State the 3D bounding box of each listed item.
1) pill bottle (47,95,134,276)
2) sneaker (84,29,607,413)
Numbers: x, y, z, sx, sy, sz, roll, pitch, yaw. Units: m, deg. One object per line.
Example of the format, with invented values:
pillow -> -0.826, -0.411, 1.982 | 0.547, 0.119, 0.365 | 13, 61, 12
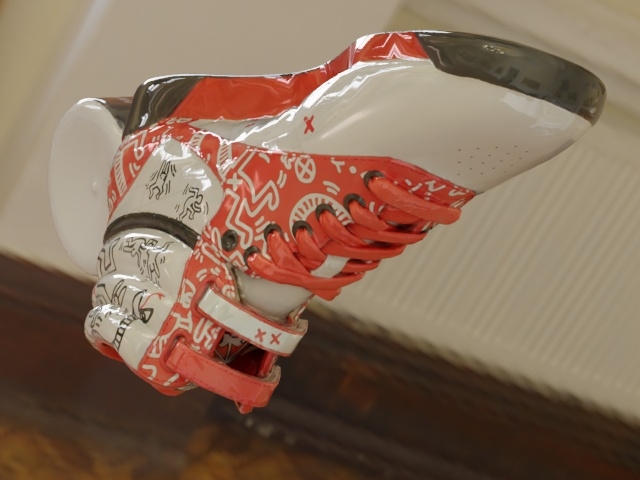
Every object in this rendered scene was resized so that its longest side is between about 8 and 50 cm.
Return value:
pill bottle -> -0.068, -0.046, 1.389 | 0.246, 0.130, 0.130 | -6, 39, -35
sneaker -> 0.000, 0.000, 0.774 | 0.090, 0.145, 0.270 | 24, -17, -39
